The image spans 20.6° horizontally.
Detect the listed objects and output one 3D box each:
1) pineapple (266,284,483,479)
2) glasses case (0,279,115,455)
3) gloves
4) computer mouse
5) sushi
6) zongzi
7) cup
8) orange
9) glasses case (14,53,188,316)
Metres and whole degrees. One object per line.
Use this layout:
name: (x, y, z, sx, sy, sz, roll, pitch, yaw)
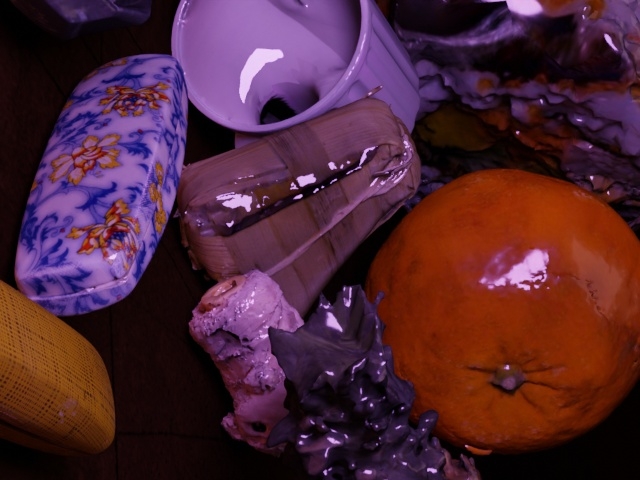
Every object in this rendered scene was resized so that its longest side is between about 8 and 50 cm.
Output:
pineapple: (0.054, 0.196, 1.248, 0.202, 0.202, 0.362, -79, 161, -54)
glasses case: (-0.182, 0.062, 0.959, 0.234, 0.064, 0.079, 42, 34, -58)
gloves: (-0.038, 0.094, 1.306, 0.144, 0.110, 0.094, 41, 33, -6)
computer mouse: (-0.175, -0.194, 1.194, 0.126, 0.071, 0.231, 53, 14, -17)
sushi: (0.206, -0.141, 1.738, 0.417, 0.417, 0.176, 55, 48, -45)
zongzi: (0.000, 0.000, 1.371, 0.099, 0.194, 0.197, -115, -179, -57)
cup: (-0.029, -0.125, 1.482, 0.167, 0.221, 0.202, 44, 3, 24)
orange: (0.177, 0.066, 1.664, 0.226, 0.283, 0.284, -92, 158, -54)
glasses case: (-0.137, -0.042, 1.142, 0.248, 0.087, 0.065, -80, 152, -53)
